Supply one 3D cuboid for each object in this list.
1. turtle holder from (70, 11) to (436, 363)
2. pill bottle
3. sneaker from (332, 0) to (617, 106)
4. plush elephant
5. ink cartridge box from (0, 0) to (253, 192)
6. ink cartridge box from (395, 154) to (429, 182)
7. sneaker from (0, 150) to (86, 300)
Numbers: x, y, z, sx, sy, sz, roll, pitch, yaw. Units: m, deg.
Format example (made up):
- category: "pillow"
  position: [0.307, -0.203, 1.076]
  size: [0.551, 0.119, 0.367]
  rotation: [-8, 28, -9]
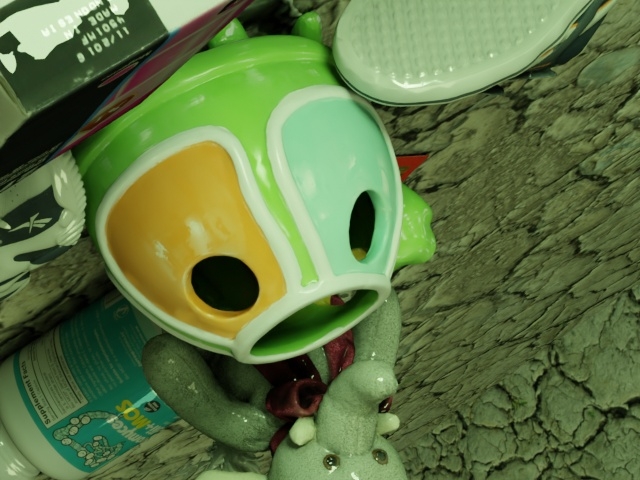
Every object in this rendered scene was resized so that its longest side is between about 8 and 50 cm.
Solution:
- category: "turtle holder"
  position: [-0.048, -0.022, 1.146]
  size: [0.243, 0.227, 0.320]
  rotation: [-31, 162, 2]
- category: "pill bottle"
  position: [-0.222, 0.144, 1.456]
  size: [0.264, 0.146, 0.146]
  rotation: [-33, 162, 9]
- category: "sneaker"
  position: [0.139, -0.176, 1.147]
  size: [0.321, 0.126, 0.127]
  rotation: [-32, 162, -24]
- category: "plush elephant"
  position: [-0.009, 0.150, 1.292]
  size: [0.272, 0.255, 0.330]
  rotation: [-8, 121, -32]
- category: "ink cartridge box"
  position: [-0.157, -0.089, 0.839]
  size: [0.176, 0.069, 0.371]
  rotation: [-36, -173, -26]
- category: "ink cartridge box"
  position: [0.000, 0.000, 1.562]
  size: [0.189, 0.066, 0.232]
  rotation: [-8, 156, -49]
- category: "sneaker"
  position: [-0.274, -0.001, 1.064]
  size: [0.153, 0.094, 0.235]
  rotation: [-25, 175, -36]
